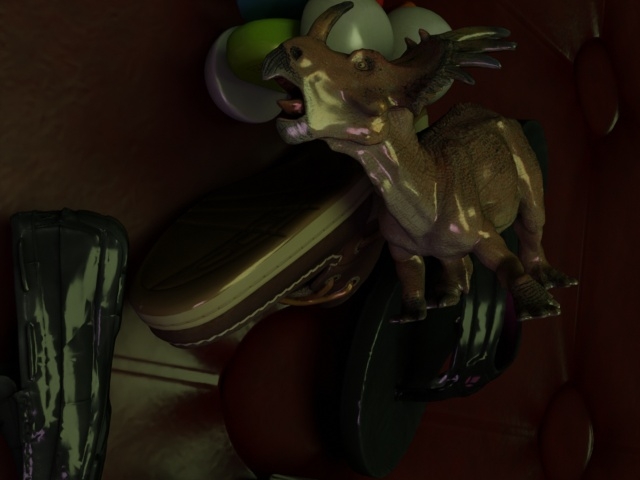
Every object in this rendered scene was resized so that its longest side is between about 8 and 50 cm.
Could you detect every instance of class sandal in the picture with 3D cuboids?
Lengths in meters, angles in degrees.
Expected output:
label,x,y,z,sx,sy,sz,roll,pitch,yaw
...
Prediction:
label,x,y,z,sx,sy,sz,roll,pitch,yaw
sandal,0.154,0.030,0.710,0.446,0.107,0.167,-54,137,-32

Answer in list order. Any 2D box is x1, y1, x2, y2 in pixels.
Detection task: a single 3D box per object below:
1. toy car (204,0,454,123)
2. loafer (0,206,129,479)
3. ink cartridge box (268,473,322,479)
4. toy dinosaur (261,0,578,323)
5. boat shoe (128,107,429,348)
label,x,y,z,sx,sy,sz,roll,pitch,yaw
toy car,0.006,-0.163,0.559,0.182,0.159,0.136,-4,90,-44
loafer,-0.167,0.091,0.446,0.078,0.076,0.223,6,87,-12
ink cartridge box,-0.040,0.320,0.512,0.261,0.066,0.296,35,63,-55
toy dinosaur,0.098,-0.052,0.507,0.296,0.127,0.200,-8,88,-63
boat shoe,0.000,0.000,0.573,0.342,0.123,0.123,-43,124,-50
